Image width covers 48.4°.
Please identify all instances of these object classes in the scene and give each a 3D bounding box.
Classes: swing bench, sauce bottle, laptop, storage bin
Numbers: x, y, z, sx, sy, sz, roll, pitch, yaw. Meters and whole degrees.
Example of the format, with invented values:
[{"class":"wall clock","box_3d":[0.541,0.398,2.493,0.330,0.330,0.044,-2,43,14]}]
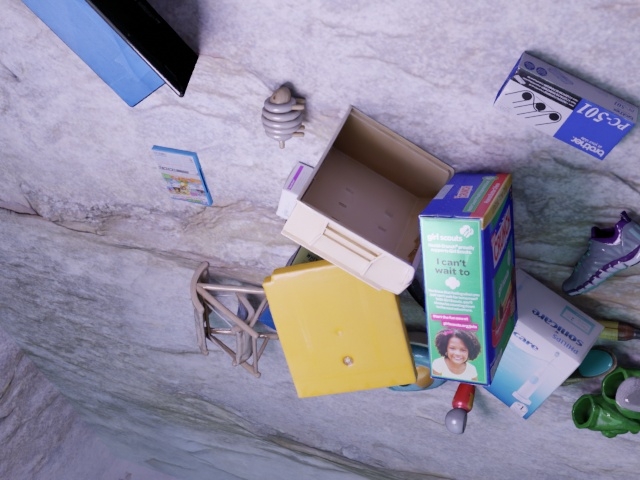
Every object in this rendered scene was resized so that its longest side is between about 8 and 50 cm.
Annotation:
[{"class":"swing bench","box_3d":[-0.257,0.228,2.025,0.255,0.165,0.253,19,144,11]},{"class":"sauce bottle","box_3d":[0.636,0.196,1.530,0.128,0.042,0.042,7,139,28]},{"class":"laptop","box_3d":[-0.447,-0.398,1.334,0.236,0.408,0.382,-38,114,15]},{"class":"storage bin","box_3d":[0.099,-0.072,1.353,0.260,0.262,0.123,30,145,-4]}]

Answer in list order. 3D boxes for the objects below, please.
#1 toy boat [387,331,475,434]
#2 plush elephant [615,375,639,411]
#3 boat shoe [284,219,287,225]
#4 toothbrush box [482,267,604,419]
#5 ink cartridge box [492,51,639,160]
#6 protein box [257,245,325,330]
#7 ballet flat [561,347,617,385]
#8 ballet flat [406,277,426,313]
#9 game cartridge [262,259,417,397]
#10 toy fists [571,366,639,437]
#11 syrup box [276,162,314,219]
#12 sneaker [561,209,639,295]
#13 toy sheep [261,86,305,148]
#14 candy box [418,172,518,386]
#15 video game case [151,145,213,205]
[{"class":"toy boat","box_3d":[0.285,0.372,1.875,0.318,0.148,0.267,39,142,-15]},{"class":"plush elephant","box_3d":[0.828,0.331,1.435,0.330,0.272,0.255,44,-165,32]},{"class":"boat shoe","box_3d":[0.000,0.000,1.669,0.206,0.065,0.075,39,142,-16]},{"class":"toothbrush box","box_3d":[0.449,0.235,1.582,0.216,0.126,0.295,36,147,17]},{"class":"ink cartridge box","box_3d":[0.400,-0.219,1.169,0.207,0.046,0.097,26,145,1]},{"class":"protein box","box_3d":[-0.010,0.138,1.728,0.200,0.201,0.136,31,143,-6]},{"class":"ballet flat","box_3d":[0.614,0.297,1.663,0.067,0.073,0.206,15,155,-31]},{"class":"ballet flat","box_3d":[0.246,0.129,1.703,0.173,0.049,0.057,50,-179,-27]},{"class":"game cartridge","box_3d":[0.045,0.191,1.587,0.285,0.052,0.323,-10,110,14]},{"class":"toy fists","box_3d":[0.710,0.382,1.651,0.142,0.096,0.279,6,143,-9]},{"class":"syrup box","box_3d":[0.032,-0.067,1.541,0.237,0.096,0.093,24,143,4]},{"class":"sneaker","box_3d":[0.535,0.024,1.375,0.098,0.083,0.223,49,138,5]},{"class":"toy sheep","box_3d":[-0.074,-0.240,1.408,0.091,0.091,0.132,13,123,19]},{"class":"candy box","box_3d":[0.280,0.059,1.311,0.122,0.268,0.317,1,112,26]},{"class":"video game case","box_3d":[-0.335,-0.156,1.732,0.119,0.015,0.166,11,141,20]}]
